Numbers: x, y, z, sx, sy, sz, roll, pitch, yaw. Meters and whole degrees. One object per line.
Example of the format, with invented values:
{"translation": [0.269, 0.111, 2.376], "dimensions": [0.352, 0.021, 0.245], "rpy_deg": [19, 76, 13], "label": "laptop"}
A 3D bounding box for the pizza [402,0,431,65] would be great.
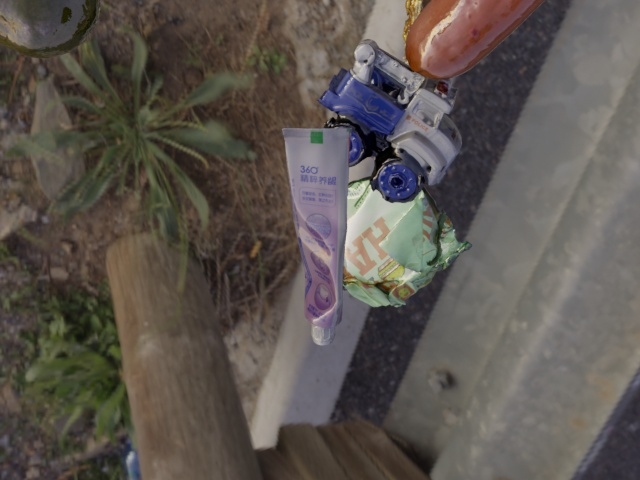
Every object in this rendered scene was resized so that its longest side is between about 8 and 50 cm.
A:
{"translation": [0.177, -0.409, 1.773], "dimensions": [0.041, 0.131, 0.178], "rpy_deg": [11, 90, 11], "label": "pizza"}

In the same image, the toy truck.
{"translation": [0.107, -0.178, 1.378], "dimensions": [0.213, 0.161, 0.177], "rpy_deg": [32, 121, -5], "label": "toy truck"}

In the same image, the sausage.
{"translation": [0.214, -0.309, 1.244], "dimensions": [0.113, 0.114, 0.259], "rpy_deg": [28, 122, -35], "label": "sausage"}

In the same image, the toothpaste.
{"translation": [0.000, 0.000, 1.180], "dimensions": [0.075, 0.048, 0.301], "rpy_deg": [12, 123, 21], "label": "toothpaste"}

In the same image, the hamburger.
{"translation": [0.125, -0.001, 1.549], "dimensions": [0.235, 0.125, 0.214], "rpy_deg": [-8, 88, 13], "label": "hamburger"}

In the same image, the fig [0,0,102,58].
{"translation": [-0.247, -0.258, 0.860], "dimensions": [0.126, 0.133, 0.185], "rpy_deg": [3, 142, -32], "label": "fig"}
